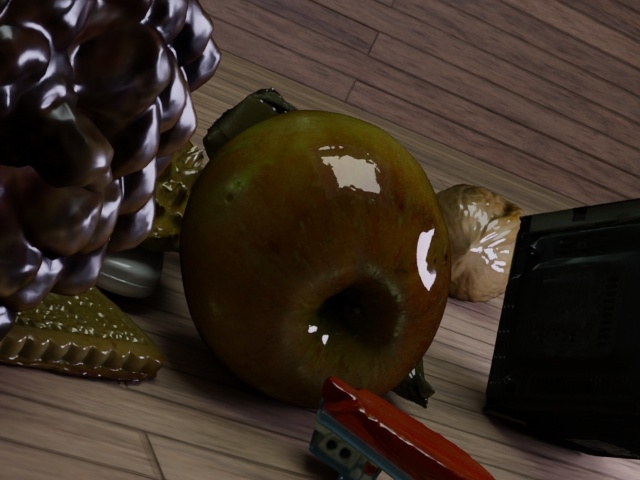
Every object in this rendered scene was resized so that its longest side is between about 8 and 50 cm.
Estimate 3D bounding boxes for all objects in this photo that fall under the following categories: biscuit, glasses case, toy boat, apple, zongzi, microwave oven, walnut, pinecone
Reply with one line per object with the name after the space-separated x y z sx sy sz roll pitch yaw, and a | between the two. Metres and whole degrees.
-0.240 0.027 1.000 0.172 0.029 0.254 14 17 -45 | biscuit
-0.178 0.003 1.172 0.076 0.049 0.197 22 13 -13 | glasses case
0.063 0.168 0.967 0.173 0.059 0.069 33 12 -2 | toy boat
-0.005 0.011 1.065 0.236 0.237 0.207 20 17 -27 | apple
0.000 0.000 1.224 0.260 0.123 0.289 54 6 -20 | zongzi
0.309 0.079 1.228 0.181 0.238 0.295 21 -14 -27 | microwave oven
0.195 0.003 1.718 0.155 0.155 0.184 27 14 6 | walnut
-0.260 -0.135 0.759 0.397 0.398 0.398 25 12 -6 | pinecone

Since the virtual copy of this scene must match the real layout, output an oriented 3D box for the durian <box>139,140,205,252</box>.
-0.181 -0.066 1.134 0.305 0.185 0.196 22 33 -42 | durian
